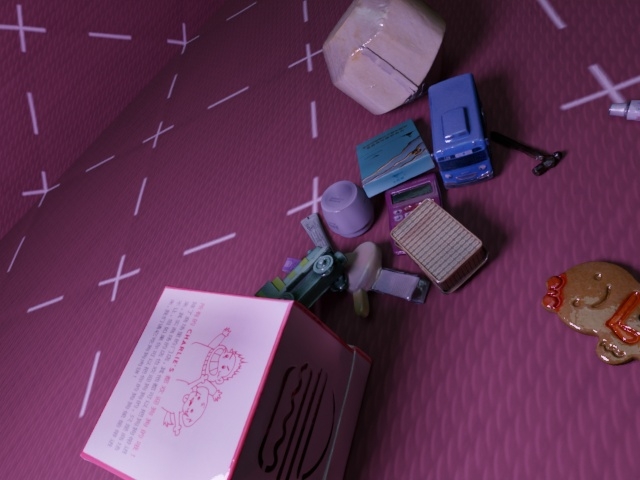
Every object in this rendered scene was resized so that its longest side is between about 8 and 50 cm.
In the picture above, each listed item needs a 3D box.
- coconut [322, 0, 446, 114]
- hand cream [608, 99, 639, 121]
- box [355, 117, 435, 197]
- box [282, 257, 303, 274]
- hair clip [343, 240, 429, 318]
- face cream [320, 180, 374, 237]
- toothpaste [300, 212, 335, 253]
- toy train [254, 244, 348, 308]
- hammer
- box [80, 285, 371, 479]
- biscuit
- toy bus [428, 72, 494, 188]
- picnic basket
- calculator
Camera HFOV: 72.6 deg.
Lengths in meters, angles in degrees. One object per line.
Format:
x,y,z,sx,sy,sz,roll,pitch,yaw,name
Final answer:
0.174,-0.483,1.125,0.322,0.323,0.323,-17,51,22,coconut
0.659,-0.239,0.803,0.216,0.038,0.053,16,92,33,hand cream
0.169,-0.201,1.039,0.161,0.041,0.229,-25,31,16,box
-0.028,0.071,1.000,0.117,0.050,0.036,6,63,37,box
0.107,0.085,0.898,0.218,0.071,0.159,14,69,43,hair clip
0.063,-0.072,1.008,0.117,0.104,0.117,-16,51,20,face cream
0.000,0.000,1.050,0.048,0.029,0.197,-33,44,5,toothpaste
-0.036,0.089,0.905,0.200,0.083,0.132,-43,38,-7,toy train
0.421,-0.196,0.928,0.065,0.021,0.178,-42,45,1,hammer
-0.135,0.280,0.742,0.312,0.300,0.315,1,59,34,box
0.464,0.108,0.671,0.166,0.036,0.225,-46,46,-2,biscuit
0.305,-0.243,0.958,0.116,0.133,0.234,-12,52,24,toy bus
0.226,0.010,0.840,0.115,0.079,0.164,-44,56,5,picnic basket
0.209,-0.058,0.957,0.126,0.034,0.191,-15,57,22,calculator
